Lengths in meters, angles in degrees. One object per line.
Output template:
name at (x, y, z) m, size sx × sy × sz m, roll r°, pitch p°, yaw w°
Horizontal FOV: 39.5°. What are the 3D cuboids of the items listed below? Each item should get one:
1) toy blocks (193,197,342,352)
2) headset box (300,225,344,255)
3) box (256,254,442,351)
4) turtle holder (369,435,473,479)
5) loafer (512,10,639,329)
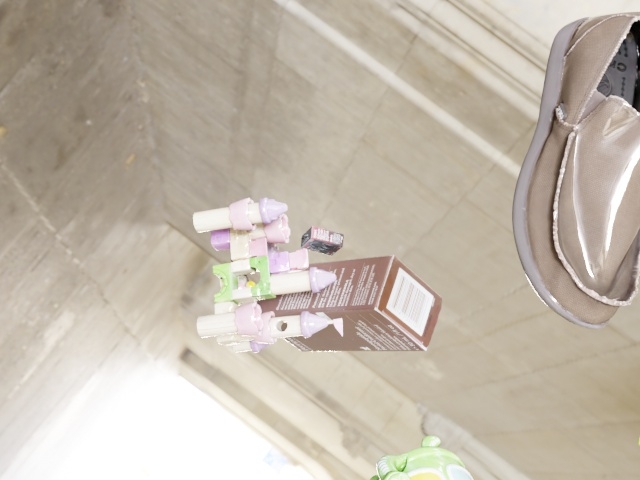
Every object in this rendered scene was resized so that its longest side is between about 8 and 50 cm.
toy blocks at (-0.088, 0.079, 1.842) m, size 0.309 × 0.260 × 0.288 m, roll 53°, pitch 29°, yaw -68°
headset box at (0.000, 0.000, 1.919) m, size 0.062 × 0.083 × 0.032 m, roll 139°, pitch -39°, yaw -58°
box at (0.052, 0.147, 1.967) m, size 0.382 × 0.191 × 0.143 m, roll -6°, pitch -126°, yaw 45°
turtle holder at (0.261, 0.612, 2.125) m, size 0.244 × 0.227 × 0.320 m, roll -19°, pitch 128°, yaw -9°
loafer at (0.293, -0.092, 0.920) m, size 0.130 × 0.134 × 0.365 m, roll -26°, pitch -129°, yaw 59°
